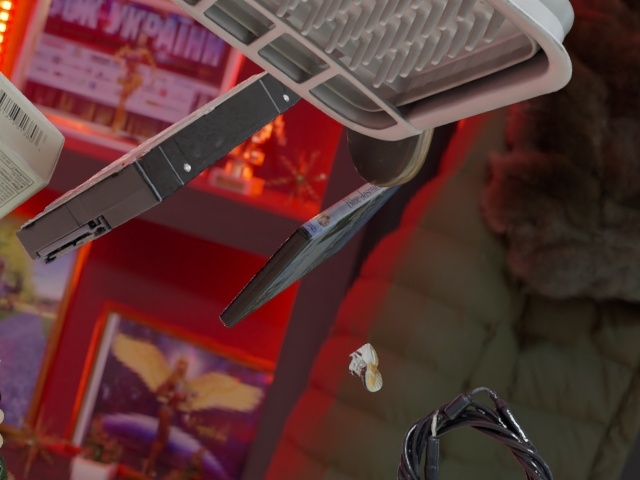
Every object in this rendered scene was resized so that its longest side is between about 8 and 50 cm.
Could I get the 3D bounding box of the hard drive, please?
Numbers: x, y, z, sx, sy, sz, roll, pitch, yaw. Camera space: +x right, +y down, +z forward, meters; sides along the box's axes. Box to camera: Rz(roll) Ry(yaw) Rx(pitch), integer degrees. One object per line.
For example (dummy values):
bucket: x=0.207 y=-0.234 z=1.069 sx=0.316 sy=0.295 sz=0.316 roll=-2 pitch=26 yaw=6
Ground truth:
hard drive: x=-0.194 y=-0.099 z=1.448 sx=0.237 sy=0.064 sz=0.339 roll=-25 pitch=12 yaw=38

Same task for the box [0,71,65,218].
box: x=-0.480 y=-0.063 z=1.426 sx=0.148 sy=0.311 sz=0.121 roll=49 pitch=21 yaw=-26

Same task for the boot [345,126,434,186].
boot: x=0.099 y=-0.178 z=1.163 sx=0.112 sy=0.305 sz=0.115 roll=-15 pitch=-33 yaw=36

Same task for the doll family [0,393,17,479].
doll family: x=-0.276 y=0.123 z=0.901 sx=0.076 sy=0.111 sz=0.193 roll=-7 pitch=53 yaw=-9

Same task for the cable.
cable: x=0.168 y=0.261 z=1.250 sx=0.184 sy=0.150 sz=0.047 roll=59 pitch=7 yaw=15

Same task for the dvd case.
dvd case: x=0.000 y=0.000 z=1.374 sx=0.022 sy=0.180 sz=0.253 roll=48 pitch=39 yaw=6

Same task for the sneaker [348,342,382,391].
sneaker: x=0.055 y=0.167 z=1.475 sx=0.032 sy=0.037 sz=0.083 roll=57 pitch=15 yaw=-26

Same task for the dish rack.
dish rack: x=0.016 y=-0.194 z=0.849 sx=0.285 sy=0.072 sz=0.333 roll=35 pitch=-15 yaw=-17
